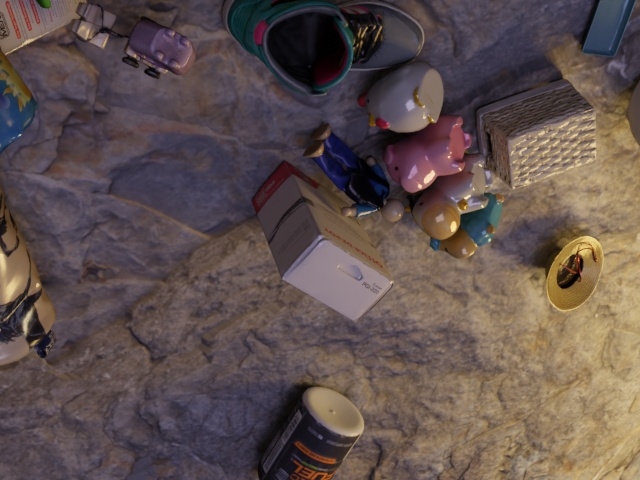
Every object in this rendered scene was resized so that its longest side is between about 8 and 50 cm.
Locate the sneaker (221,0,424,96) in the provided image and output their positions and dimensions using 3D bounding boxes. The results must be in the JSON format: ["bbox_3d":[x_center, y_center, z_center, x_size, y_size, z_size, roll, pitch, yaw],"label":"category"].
[{"bbox_3d":[0.029,-0.265,1.147,0.295,0.178,0.124,2,121,-21],"label":"sneaker"}]

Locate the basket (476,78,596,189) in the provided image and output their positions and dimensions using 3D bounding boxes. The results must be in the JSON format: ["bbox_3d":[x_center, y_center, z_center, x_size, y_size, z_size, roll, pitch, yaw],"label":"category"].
[{"bbox_3d":[0.348,-0.168,1.370,0.167,0.103,0.113,-21,127,-7],"label":"basket"}]

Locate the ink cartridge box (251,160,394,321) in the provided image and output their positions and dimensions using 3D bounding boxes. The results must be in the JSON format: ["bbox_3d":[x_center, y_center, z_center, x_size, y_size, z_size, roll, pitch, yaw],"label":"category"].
[{"bbox_3d":[0.000,0.000,1.283,0.158,0.218,0.092,32,107,-33],"label":"ink cartridge box"}]

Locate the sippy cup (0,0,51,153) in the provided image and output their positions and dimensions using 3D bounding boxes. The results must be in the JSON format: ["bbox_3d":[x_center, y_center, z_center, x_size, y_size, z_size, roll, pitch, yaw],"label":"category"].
[{"bbox_3d":[-0.424,-0.165,0.874,0.305,0.240,0.224,-28,119,22],"label":"sippy cup"}]

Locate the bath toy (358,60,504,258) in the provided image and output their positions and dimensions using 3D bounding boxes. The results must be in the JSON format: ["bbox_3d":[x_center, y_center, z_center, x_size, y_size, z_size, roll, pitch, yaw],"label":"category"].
[{"bbox_3d":[0.163,-0.121,1.330,0.348,0.129,0.151,55,49,-38],"label":"bath toy"}]

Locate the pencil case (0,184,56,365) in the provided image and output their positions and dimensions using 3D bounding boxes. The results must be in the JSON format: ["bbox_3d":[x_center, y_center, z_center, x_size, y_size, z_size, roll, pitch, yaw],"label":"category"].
[{"bbox_3d":[-0.481,-0.011,1.130,0.160,0.183,0.410,-15,124,-9],"label":"pencil case"}]

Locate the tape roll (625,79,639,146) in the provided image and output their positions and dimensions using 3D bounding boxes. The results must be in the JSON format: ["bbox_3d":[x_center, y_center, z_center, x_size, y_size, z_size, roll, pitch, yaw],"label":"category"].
[{"bbox_3d":[0.633,-0.210,1.335,0.286,0.286,0.100,-44,126,11],"label":"tape roll"}]

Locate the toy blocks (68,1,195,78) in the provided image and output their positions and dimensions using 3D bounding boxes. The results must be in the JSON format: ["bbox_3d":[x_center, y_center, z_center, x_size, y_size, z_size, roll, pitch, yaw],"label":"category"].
[{"bbox_3d":[-0.188,-0.359,0.912,0.288,0.260,0.309,24,92,-31],"label":"toy blocks"}]

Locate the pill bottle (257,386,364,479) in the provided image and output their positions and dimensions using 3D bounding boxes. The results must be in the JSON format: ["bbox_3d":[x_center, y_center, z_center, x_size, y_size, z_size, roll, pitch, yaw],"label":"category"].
[{"bbox_3d":[-0.032,0.400,1.585,0.130,0.130,0.246,18,114,-28],"label":"pill bottle"}]

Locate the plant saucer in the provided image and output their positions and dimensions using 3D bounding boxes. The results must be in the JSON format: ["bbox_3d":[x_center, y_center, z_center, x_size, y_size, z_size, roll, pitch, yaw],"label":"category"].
[{"bbox_3d":[0.460,-0.380,1.327,0.067,0.018,0.192,1,120,-20],"label":"plant saucer"}]

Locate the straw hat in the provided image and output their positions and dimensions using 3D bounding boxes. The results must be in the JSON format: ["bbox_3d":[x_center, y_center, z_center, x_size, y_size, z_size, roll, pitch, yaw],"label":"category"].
[{"bbox_3d":[0.448,0.052,1.574,0.144,0.061,0.144,-11,113,-28],"label":"straw hat"}]

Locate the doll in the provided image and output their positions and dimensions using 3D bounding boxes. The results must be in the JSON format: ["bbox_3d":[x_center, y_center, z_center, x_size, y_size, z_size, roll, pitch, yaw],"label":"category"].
[{"bbox_3d":[0.056,-0.090,1.316,0.189,0.129,0.046,39,142,-24],"label":"doll"}]

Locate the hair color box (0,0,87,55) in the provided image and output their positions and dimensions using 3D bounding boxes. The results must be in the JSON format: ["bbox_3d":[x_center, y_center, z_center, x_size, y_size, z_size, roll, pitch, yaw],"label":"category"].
[{"bbox_3d":[-0.352,-0.284,1.037,0.141,0.043,0.072,-44,138,-41],"label":"hair color box"}]
